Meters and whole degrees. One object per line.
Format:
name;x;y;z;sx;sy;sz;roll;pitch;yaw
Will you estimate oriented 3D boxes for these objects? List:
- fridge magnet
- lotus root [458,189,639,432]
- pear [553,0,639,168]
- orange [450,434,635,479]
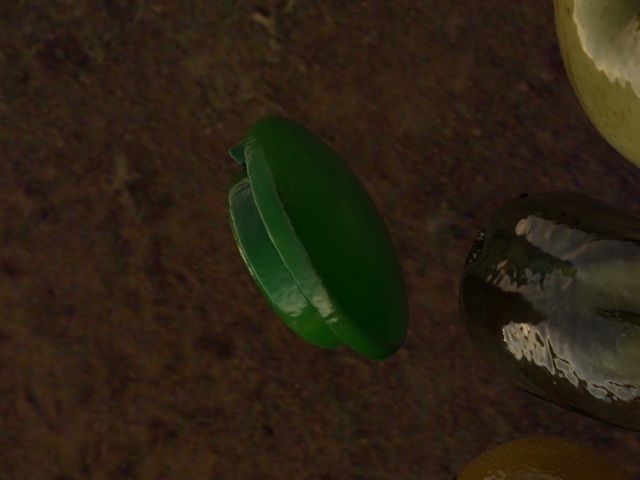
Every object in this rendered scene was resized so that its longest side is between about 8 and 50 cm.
fridge magnet;0.000;0.000;1.082;0.088;0.208;0.208;-30;60;17
lotus root;0.206;0.053;1.012;0.275;0.160;0.152;28;103;59
pear;0.313;-0.164;0.946;0.309;0.309;0.309;-12;69;32
orange;0.251;0.350;1.568;0.274;0.274;0.274;-12;69;32
